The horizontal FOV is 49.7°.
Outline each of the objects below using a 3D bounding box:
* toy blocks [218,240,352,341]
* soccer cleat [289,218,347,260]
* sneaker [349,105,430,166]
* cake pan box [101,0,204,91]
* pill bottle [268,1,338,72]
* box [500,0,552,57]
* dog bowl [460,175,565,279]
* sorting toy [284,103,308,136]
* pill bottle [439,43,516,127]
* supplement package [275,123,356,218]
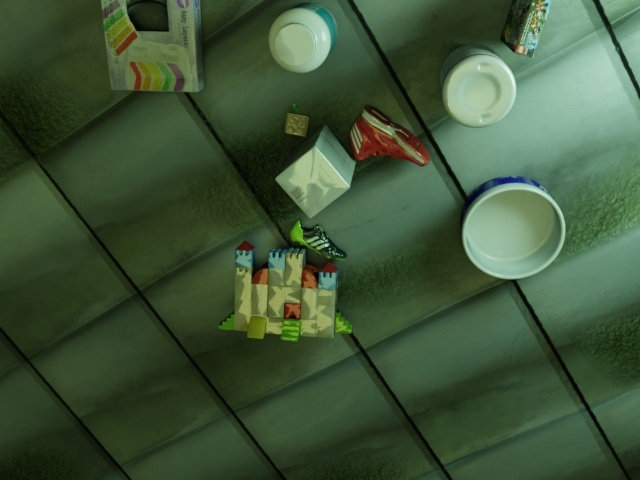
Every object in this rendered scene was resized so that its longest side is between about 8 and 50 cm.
[{"bbox_3d":[-0.095,0.131,1.981,0.381,0.191,0.261,4,102,6],"label":"toy blocks"},{"bbox_3d":[0.000,0.000,1.961,0.179,0.060,0.072,25,101,-3],"label":"soccer cleat"},{"bbox_3d":[0.174,-0.244,1.829,0.221,0.087,0.128,41,121,3],"label":"sneaker"},{"bbox_3d":[-0.431,-0.522,1.788,0.245,0.070,0.267,4,113,4],"label":"cake pan box"},{"bbox_3d":[-0.041,-0.482,1.644,0.146,0.264,0.146,3,113,6],"label":"pill bottle"},{"bbox_3d":[0.471,-0.517,1.578,0.044,0.233,0.159,15,114,0],"label":"box"},{"bbox_3d":[0.509,-0.036,1.850,0.265,0.104,0.265,3,114,6],"label":"dog bowl"},{"bbox_3d":[-0.061,-0.323,1.852,0.062,0.012,0.083,14,118,7],"label":"sorting toy"},{"bbox_3d":[0.362,-0.374,1.626,0.160,0.283,0.160,3,114,6],"label":"pill bottle"},{"bbox_3d":[-0.006,-0.183,1.778,0.134,0.244,0.139,-37,103,19],"label":"supplement package"}]
